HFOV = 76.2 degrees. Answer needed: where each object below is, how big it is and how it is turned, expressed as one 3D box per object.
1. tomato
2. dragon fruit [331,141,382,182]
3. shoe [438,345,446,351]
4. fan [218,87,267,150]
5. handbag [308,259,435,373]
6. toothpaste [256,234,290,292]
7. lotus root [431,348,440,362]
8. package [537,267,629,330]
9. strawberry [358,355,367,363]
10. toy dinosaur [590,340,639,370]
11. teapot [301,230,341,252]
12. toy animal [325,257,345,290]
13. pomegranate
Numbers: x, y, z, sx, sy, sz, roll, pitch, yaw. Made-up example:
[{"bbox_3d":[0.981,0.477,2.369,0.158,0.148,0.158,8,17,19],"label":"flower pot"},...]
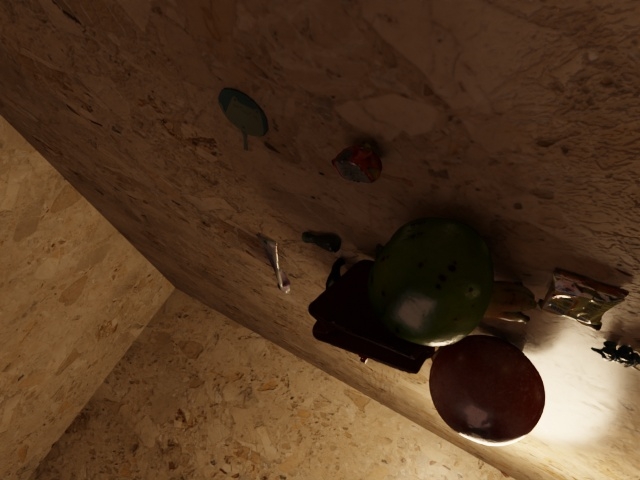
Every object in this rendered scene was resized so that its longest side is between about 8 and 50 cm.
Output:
[{"bbox_3d":[0.401,0.370,1.000,0.270,0.227,0.270,15,127,20],"label":"tomato"},{"bbox_3d":[0.065,-0.134,0.674,0.083,0.060,0.056,19,153,52],"label":"dragon fruit"},{"bbox_3d":[0.385,0.323,1.166,0.069,0.072,0.109,-25,135,17],"label":"shoe"},{"bbox_3d":[-0.154,-0.233,0.820,0.113,0.005,0.175,30,157,5],"label":"fan"},{"bbox_3d":[0.142,0.155,0.904,0.275,0.260,0.084,14,122,32],"label":"handbag"},{"bbox_3d":[-0.151,0.091,1.405,0.075,0.048,0.301,50,163,37],"label":"toothpaste"},{"bbox_3d":[0.447,0.425,1.257,0.258,0.097,0.110,35,160,4],"label":"lotus root"},{"bbox_3d":[0.445,0.103,0.704,0.108,0.031,0.121,21,149,24],"label":"package"},{"bbox_3d":[0.193,0.290,1.244,0.286,0.188,0.106,70,179,-76],"label":"strawberry"},{"bbox_3d":[0.566,0.219,0.779,0.083,0.030,0.047,15,149,35],"label":"toy dinosaur"},{"bbox_3d":[0.000,0.000,1.049,0.110,0.043,0.043,16,152,42],"label":"teapot"},{"bbox_3d":[0.097,0.157,1.131,0.094,0.121,0.225,11,150,40],"label":"toy animal"},{"bbox_3d":[0.233,0.088,0.728,0.302,0.236,0.236,22,157,-5],"label":"pomegranate"}]
